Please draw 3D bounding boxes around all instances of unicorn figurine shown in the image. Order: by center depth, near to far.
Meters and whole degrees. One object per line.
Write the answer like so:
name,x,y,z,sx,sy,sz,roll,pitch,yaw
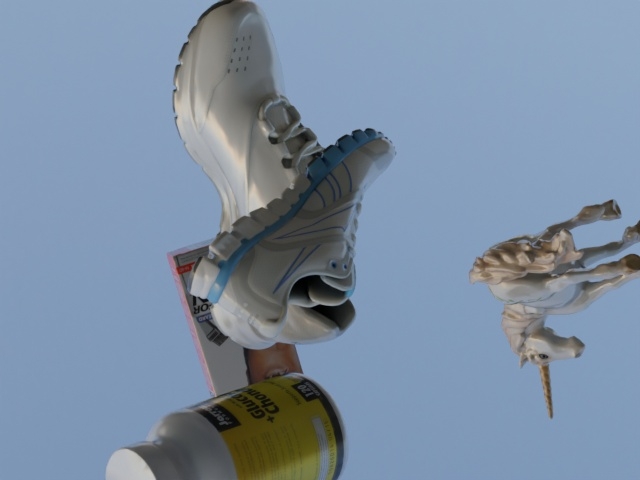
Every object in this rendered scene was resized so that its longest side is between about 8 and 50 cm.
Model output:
unicorn figurine,0.129,0.025,0.881,0.111,0.162,0.060,-25,-127,25

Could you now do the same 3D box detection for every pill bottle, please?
pill bottle,-0.074,0.174,1.302,0.184,0.103,0.103,-15,-132,-41

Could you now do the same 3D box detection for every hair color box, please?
hair color box,-0.082,0.079,1.624,0.093,0.167,0.053,-19,-171,-10

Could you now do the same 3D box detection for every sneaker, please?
sneaker,0.000,0.000,1.090,0.083,0.071,0.190,40,-125,10
sneaker,-0.031,-0.052,1.332,0.129,0.297,0.111,4,-157,43
